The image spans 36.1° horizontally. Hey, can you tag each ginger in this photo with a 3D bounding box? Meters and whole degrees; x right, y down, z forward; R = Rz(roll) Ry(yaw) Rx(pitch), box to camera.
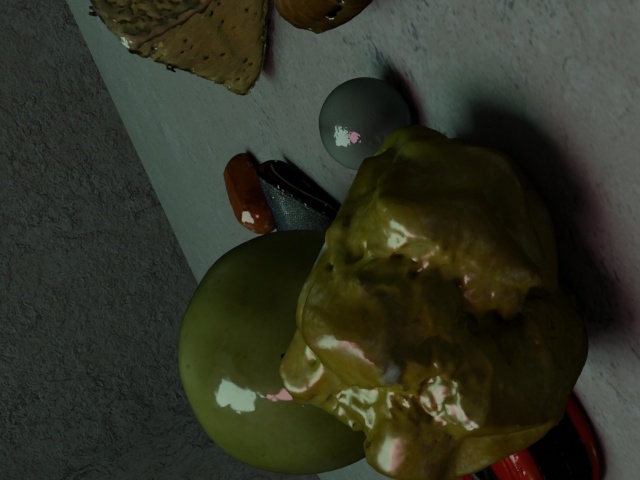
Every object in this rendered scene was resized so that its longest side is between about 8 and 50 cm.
[{"bbox_3d":[0.006,-0.272,0.941,0.133,0.107,0.309,46,170,-2],"label":"ginger"}]

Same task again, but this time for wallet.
[{"bbox_3d":[0.000,0.000,1.618,0.262,0.071,0.221,38,150,48],"label":"wallet"}]

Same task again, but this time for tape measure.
[{"bbox_3d":[0.221,0.230,1.189,0.253,0.114,0.260,43,159,47],"label":"tape measure"}]

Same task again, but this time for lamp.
[{"bbox_3d":[0.050,-0.128,1.082,0.105,0.105,0.105,54,165,22],"label":"lamp"}]

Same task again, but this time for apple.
[{"bbox_3d":[-0.023,0.154,1.383,0.357,0.357,0.357,54,165,22],"label":"apple"}]

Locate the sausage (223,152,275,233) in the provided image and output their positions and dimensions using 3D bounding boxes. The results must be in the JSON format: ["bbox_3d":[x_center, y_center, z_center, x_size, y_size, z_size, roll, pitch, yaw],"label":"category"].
[{"bbox_3d":[-0.132,-0.090,1.832,0.089,0.089,0.179,81,164,-56],"label":"sausage"}]

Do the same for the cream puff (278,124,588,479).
[{"bbox_3d":[0.129,0.044,0.909,0.269,0.323,0.274,19,122,7],"label":"cream puff"}]

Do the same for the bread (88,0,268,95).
[{"bbox_3d":[-0.221,-0.308,1.349,0.248,0.279,0.315,47,151,19],"label":"bread"}]

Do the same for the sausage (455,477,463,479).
[{"bbox_3d":[0.227,0.345,1.359,0.354,0.134,0.116,48,158,39],"label":"sausage"}]
